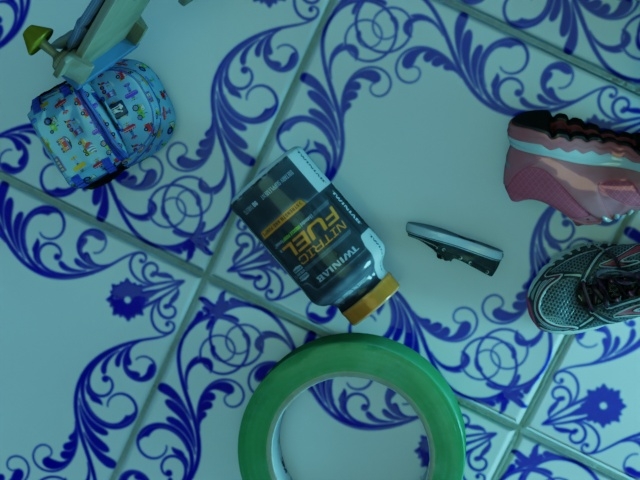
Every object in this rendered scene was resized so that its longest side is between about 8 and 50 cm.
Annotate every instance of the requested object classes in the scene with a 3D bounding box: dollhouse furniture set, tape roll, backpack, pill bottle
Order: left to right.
[{"bbox_3d":[-0.298,-0.169,1.921,0.173,0.117,0.158,-26,94,7],"label":"backpack"},{"bbox_3d":[-0.259,-0.394,1.752,0.198,0.303,0.286,42,136,0],"label":"dollhouse furniture set"},{"bbox_3d":[0.000,0.000,1.895,0.130,0.130,0.245,-41,91,10],"label":"pill bottle"},{"bbox_3d":[0.046,0.294,1.954,0.321,0.077,0.321,1,97,8],"label":"tape roll"}]

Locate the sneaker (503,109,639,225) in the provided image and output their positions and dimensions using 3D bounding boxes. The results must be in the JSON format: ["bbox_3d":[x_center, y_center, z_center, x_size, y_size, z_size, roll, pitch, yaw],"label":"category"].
[{"bbox_3d":[0.397,-0.078,1.862,0.314,0.116,0.136,15,115,7],"label":"sneaker"}]

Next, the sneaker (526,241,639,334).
[{"bbox_3d":[0.423,0.048,1.857,0.299,0.112,0.120,-19,94,10],"label":"sneaker"}]

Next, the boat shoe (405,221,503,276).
[{"bbox_3d":[0.184,0.011,1.915,0.142,0.049,0.040,19,100,2],"label":"boat shoe"}]
